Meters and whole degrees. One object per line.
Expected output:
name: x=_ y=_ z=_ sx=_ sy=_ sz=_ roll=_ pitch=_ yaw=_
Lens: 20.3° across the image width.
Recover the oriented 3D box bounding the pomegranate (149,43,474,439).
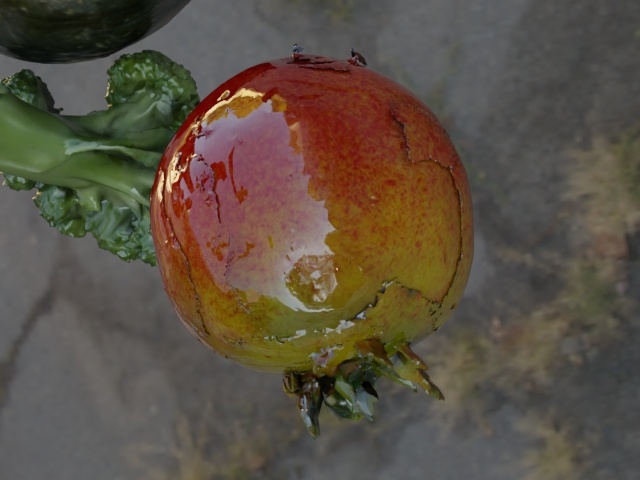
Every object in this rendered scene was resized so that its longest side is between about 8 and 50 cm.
pomegranate: x=0.000 y=0.000 z=1.111 sx=0.210 sy=0.210 sz=0.235 roll=-25 pitch=79 yaw=50

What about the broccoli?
broccoli: x=-0.204 y=-0.099 z=1.593 sx=0.186 sy=0.302 sz=0.254 roll=-59 pitch=25 yaw=-5

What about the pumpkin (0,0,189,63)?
pumpkin: x=-0.255 y=-0.377 z=1.562 sx=0.454 sy=0.344 sz=0.454 roll=165 pitch=90 yaw=-81
